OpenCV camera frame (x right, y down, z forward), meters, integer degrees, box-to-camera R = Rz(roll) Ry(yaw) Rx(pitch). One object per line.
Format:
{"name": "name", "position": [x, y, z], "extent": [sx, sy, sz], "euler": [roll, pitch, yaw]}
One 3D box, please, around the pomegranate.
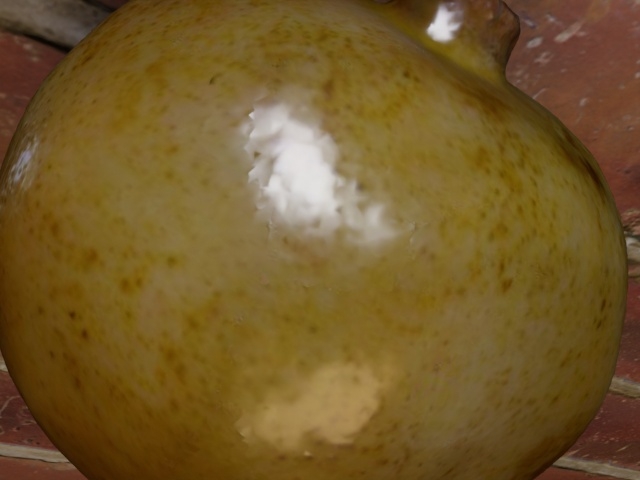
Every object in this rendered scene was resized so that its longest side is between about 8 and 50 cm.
{"name": "pomegranate", "position": [0.000, 0.000, 0.497], "extent": [0.416, 0.417, 0.417], "euler": [-5, 140, -4]}
